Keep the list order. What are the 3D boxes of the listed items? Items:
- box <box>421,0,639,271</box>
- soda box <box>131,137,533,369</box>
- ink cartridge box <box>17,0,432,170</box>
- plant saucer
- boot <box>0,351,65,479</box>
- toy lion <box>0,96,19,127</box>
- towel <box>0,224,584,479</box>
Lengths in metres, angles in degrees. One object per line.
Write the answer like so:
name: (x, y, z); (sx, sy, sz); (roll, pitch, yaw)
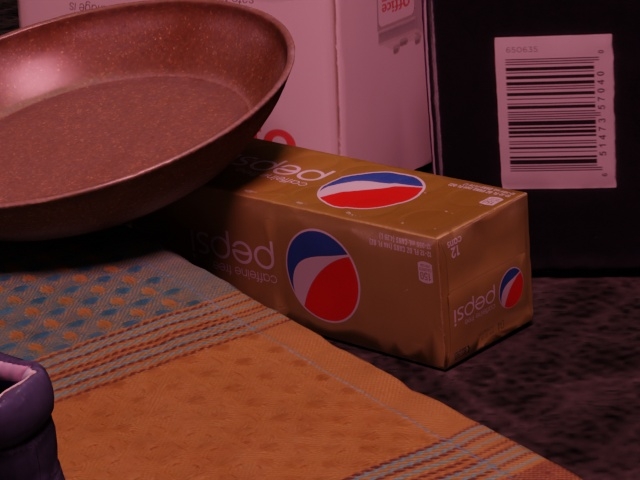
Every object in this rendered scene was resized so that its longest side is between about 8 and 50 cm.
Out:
box: (0.116, -0.090, 0.939); (0.108, 0.153, 0.207); (-1, 19, 11)
soda box: (0.000, 0.000, 0.850); (0.181, 0.058, 0.061); (13, 27, 41)
ink cartridge box: (-0.050, -0.174, 1.017); (0.207, 0.283, 0.117); (9, 20, 33)
plant saucer: (-0.105, -0.050, 0.878); (0.199, 0.036, 0.198); (-11, 29, 6)
boot: (-0.147, 0.060, 0.572); (0.190, 0.086, 0.069); (8, 25, 27)
toy lion: (-0.177, -0.049, 0.975); (0.096, 0.100, 0.034); (-12, 8, 43)
towel: (-0.099, 0.084, 0.673); (0.271, 0.040, 0.370); (-18, 25, -30)
